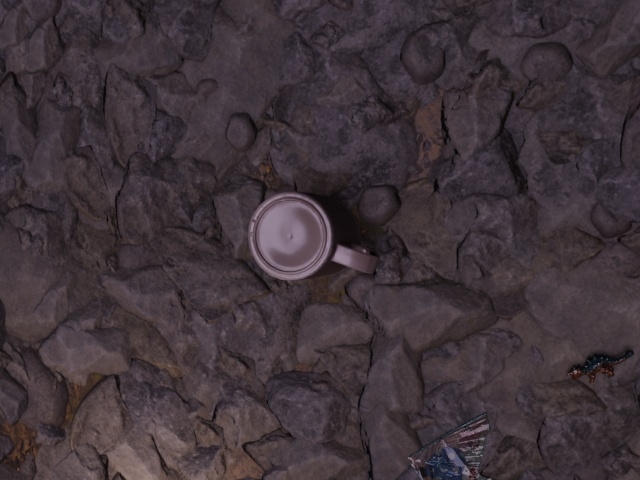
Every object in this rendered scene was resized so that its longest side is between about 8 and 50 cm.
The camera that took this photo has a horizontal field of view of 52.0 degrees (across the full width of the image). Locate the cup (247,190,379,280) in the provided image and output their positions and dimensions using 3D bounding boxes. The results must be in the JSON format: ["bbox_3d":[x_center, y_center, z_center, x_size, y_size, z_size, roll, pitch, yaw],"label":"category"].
[{"bbox_3d":[-0.014,0.012,1.561,0.208,0.273,0.288,-42,80,11],"label":"cup"}]

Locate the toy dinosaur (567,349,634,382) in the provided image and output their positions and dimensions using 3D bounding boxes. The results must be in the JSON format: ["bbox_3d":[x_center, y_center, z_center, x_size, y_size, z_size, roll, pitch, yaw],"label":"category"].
[{"bbox_3d":[0.635,0.283,1.487,0.154,0.049,0.055,-30,82,24],"label":"toy dinosaur"}]

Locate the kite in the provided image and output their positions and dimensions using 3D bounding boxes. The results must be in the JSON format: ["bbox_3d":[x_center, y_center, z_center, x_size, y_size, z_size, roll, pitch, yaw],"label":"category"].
[{"bbox_3d":[0.368,0.581,1.627,0.314,0.011,0.335,12,100,17],"label":"kite"}]
